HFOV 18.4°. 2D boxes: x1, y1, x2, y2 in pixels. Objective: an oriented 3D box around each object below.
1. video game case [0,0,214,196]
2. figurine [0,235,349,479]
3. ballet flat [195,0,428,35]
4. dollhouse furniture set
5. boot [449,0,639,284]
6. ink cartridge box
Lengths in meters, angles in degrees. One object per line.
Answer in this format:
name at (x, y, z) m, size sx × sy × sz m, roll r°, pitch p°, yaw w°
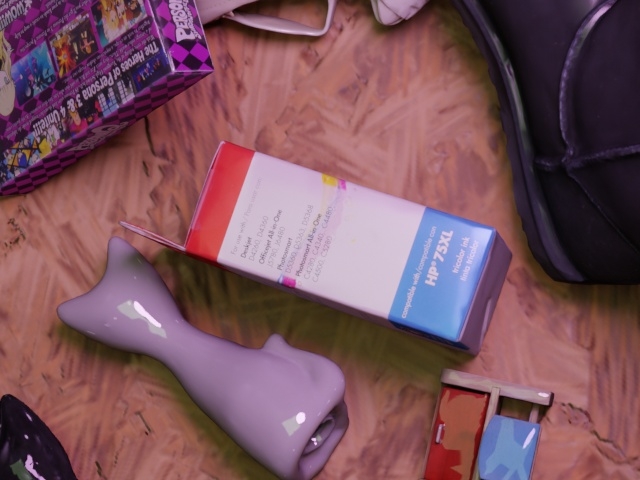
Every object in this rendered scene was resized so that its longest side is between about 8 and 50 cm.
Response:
video game case at (-0.177, -0.164, 1.317) m, size 0.232 × 0.042 × 0.210 m, roll -28°, pitch 74°, yaw 45°
figurine at (-0.115, 0.128, 1.314) m, size 0.209 × 0.092 × 0.215 m, roll 32°, pitch 88°, yaw 17°
ballet flat at (0.020, -0.181, 1.341) m, size 0.248 × 0.086 × 0.086 m, roll -3°, pitch 82°, yaw 11°
dollhouse furniture set at (0.062, 0.170, 1.249) m, size 0.129 × 0.129 × 0.184 m, roll 12°, pitch 85°, yaw 11°
boot at (0.217, -0.148, 1.081) m, size 0.146 × 0.445 × 0.367 m, roll -20°, pitch 94°, yaw -16°
ink cartridge box at (0.000, 0.000, 1.282) m, size 0.231 × 0.134 × 0.078 m, roll 19°, pitch 87°, yaw 11°
